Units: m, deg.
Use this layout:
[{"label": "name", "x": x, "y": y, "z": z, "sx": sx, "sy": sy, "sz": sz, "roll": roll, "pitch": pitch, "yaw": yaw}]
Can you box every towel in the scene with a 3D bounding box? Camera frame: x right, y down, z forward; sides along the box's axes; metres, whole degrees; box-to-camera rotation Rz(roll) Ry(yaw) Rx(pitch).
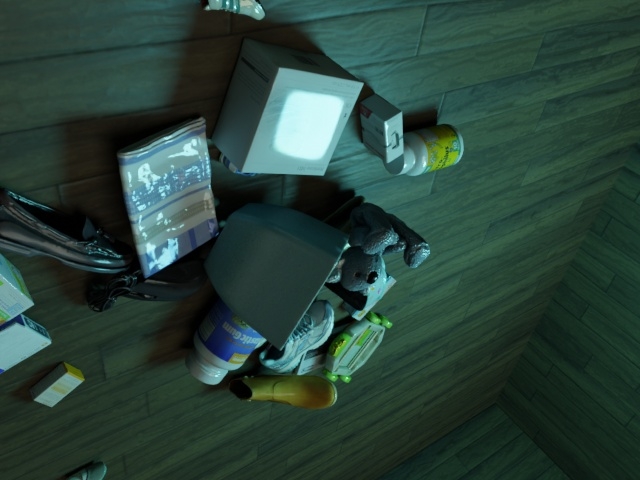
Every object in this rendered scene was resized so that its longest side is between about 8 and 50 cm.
[{"label": "towel", "x": -0.291, "y": -0.085, "z": 1.187, "sx": 0.209, "sy": 0.034, "sz": 0.285, "roll": -36, "pitch": 138, "yaw": -41}]

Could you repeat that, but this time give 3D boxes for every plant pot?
[{"label": "plant pot", "x": -0.113, "y": 0.048, "z": 1.361, "sx": 0.247, "sy": 0.252, "sz": 0.247, "roll": -58, "pitch": 180, "yaw": 16}]

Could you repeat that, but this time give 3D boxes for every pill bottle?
[{"label": "pill bottle", "x": -0.231, "y": 0.237, "z": 1.551, "sx": 0.152, "sy": 0.152, "sz": 0.272, "roll": 19, "pitch": 111, "yaw": -52}, {"label": "pill bottle", "x": 0.270, "y": -0.237, "z": 1.592, "sx": 0.208, "sy": 0.117, "sz": 0.117, "roll": -18, "pitch": 137, "yaw": -32}]

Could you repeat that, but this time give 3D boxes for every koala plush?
[{"label": "koala plush", "x": 0.119, "y": 0.037, "z": 1.521, "sx": 0.196, "sy": 0.203, "sz": 0.221, "roll": 17, "pitch": 112, "yaw": -36}]

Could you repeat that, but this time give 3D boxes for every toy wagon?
[{"label": "toy wagon", "x": 0.109, "y": 0.358, "z": 2.046, "sx": 0.267, "sy": 0.068, "sz": 0.344, "roll": -54, "pitch": 151, "yaw": 4}]

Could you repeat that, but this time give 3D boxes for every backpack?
[{"label": "backpack", "x": 0.104, "y": 0.099, "z": 1.711, "sx": 0.144, "sy": 0.188, "sz": 0.165, "roll": -19, "pitch": 137, "yaw": -31}]

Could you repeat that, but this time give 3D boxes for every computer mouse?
[{"label": "computer mouse", "x": -0.354, "y": 0.105, "z": 1.316, "sx": 0.272, "sy": 0.072, "sz": 0.188, "roll": -14, "pitch": 168, "yaw": -44}]

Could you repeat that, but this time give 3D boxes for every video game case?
[{"label": "video game case", "x": 0.009, "y": 0.370, "z": 2.040, "sx": 0.190, "sy": 0.022, "sz": 0.173, "roll": -13, "pitch": 135, "yaw": -35}]

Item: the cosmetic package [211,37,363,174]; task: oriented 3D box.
[{"label": "cosmetic package", "x": -0.069, "y": -0.260, "z": 1.219, "sx": 0.224, "sy": 0.138, "sz": 0.224, "roll": -4, "pitch": 130, "yaw": -42}]

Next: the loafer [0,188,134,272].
[{"label": "loafer", "x": -0.467, "y": -0.013, "z": 1.109, "sx": 0.303, "sy": 0.109, "sz": 0.095, "roll": 19, "pitch": 107, "yaw": -49}]

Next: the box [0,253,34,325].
[{"label": "box", "x": -0.613, "y": 0.061, "z": 1.036, "sx": 0.114, "sy": 0.103, "sz": 0.203, "roll": -35, "pitch": 144, "yaw": -12}]

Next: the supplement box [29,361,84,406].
[{"label": "supplement box", "x": -0.605, "y": 0.331, "z": 1.378, "sx": 0.098, "sy": 0.036, "sz": 0.062, "roll": -40, "pitch": 145, "yaw": -6}]

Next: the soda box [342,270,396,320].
[{"label": "soda box", "x": 0.158, "y": 0.172, "z": 1.952, "sx": 0.183, "sy": 0.058, "sz": 0.063, "roll": -48, "pitch": 145, "yaw": 4}]

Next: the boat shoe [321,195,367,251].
[{"label": "boat shoe", "x": 0.000, "y": 0.000, "z": 1.579, "sx": 0.341, "sy": 0.122, "sz": 0.110, "roll": -38, "pitch": 128, "yaw": -26}]

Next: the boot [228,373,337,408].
[{"label": "boot", "x": -0.120, "y": 0.458, "z": 1.801, "sx": 0.211, "sy": 0.295, "sz": 0.104, "roll": 9, "pitch": 80, "yaw": -48}]

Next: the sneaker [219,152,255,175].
[{"label": "sneaker", "x": -0.148, "y": -0.166, "z": 1.303, "sx": 0.144, "sy": 0.059, "sz": 0.053, "roll": -6, "pitch": 128, "yaw": -42}]

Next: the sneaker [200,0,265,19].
[{"label": "sneaker", "x": -0.166, "y": -0.423, "z": 1.037, "sx": 0.075, "sy": 0.057, "sz": 0.161, "roll": -37, "pitch": 149, "yaw": 19}]

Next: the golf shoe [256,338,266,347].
[{"label": "golf shoe", "x": -0.202, "y": 0.299, "z": 1.723, "sx": 0.176, "sy": 0.069, "sz": 0.086, "roll": -35, "pitch": 150, "yaw": -11}]

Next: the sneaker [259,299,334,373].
[{"label": "sneaker", "x": -0.072, "y": 0.289, "z": 1.803, "sx": 0.283, "sy": 0.110, "sz": 0.122, "roll": -51, "pitch": 141, "yaw": 9}]

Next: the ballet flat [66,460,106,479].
[{"label": "ballet flat", "x": -0.682, "y": 0.683, "z": 1.635, "sx": 0.213, "sy": 0.072, "sz": 0.068, "roll": -43, "pitch": 136, "yaw": -3}]

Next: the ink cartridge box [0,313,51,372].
[{"label": "ink cartridge box", "x": -0.649, "y": 0.218, "z": 1.150, "sx": 0.206, "sy": 0.045, "sz": 0.208, "roll": -31, "pitch": 167, "yaw": -16}]

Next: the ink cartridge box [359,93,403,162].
[{"label": "ink cartridge box", "x": 0.149, "y": -0.271, "z": 1.454, "sx": 0.056, "sy": 0.099, "sz": 0.135, "roll": -34, "pitch": 145, "yaw": -16}]
